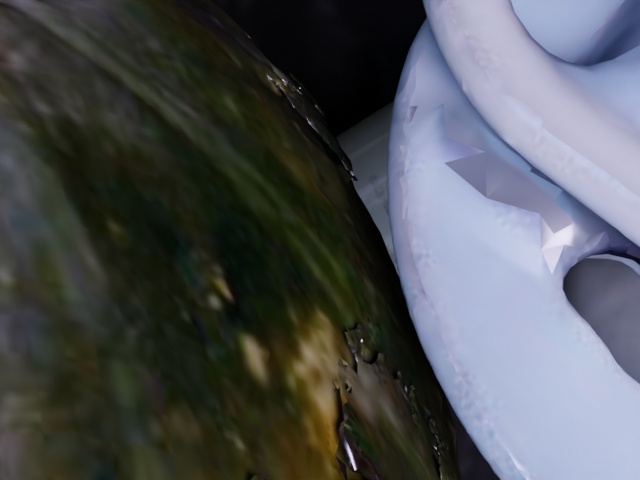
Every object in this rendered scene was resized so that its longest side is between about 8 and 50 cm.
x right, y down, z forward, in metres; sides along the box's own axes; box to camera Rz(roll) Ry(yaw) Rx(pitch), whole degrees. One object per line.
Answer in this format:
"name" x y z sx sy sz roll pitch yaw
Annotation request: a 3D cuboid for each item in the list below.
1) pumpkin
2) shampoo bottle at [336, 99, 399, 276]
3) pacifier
"pumpkin" -0.179 0.048 0.468 0.454 0.454 0.344 41 129 12
"shampoo bottle" 0.000 0.000 0.641 0.195 0.056 0.056 -30 87 26
"pacifier" 0.119 -0.017 0.514 0.238 0.287 0.226 38 150 5
